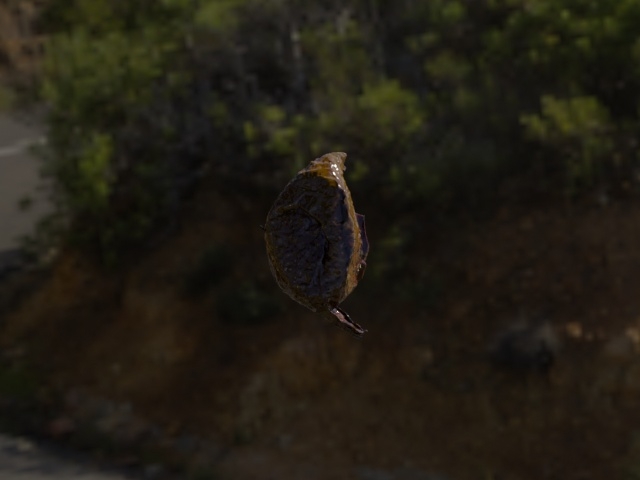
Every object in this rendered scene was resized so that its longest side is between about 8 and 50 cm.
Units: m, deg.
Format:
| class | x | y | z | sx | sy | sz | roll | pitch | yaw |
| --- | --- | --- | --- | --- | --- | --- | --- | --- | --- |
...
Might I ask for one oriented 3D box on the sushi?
| class | x | y | z | sx | sy | sz | roll | pitch | yaw |
| --- | --- | --- | --- | --- | --- | --- | --- | --- | --- |
| sushi | 0.000 | 0.000 | 0.927 | 0.050 | 0.099 | 0.047 | -6 | -22 | 23 |
